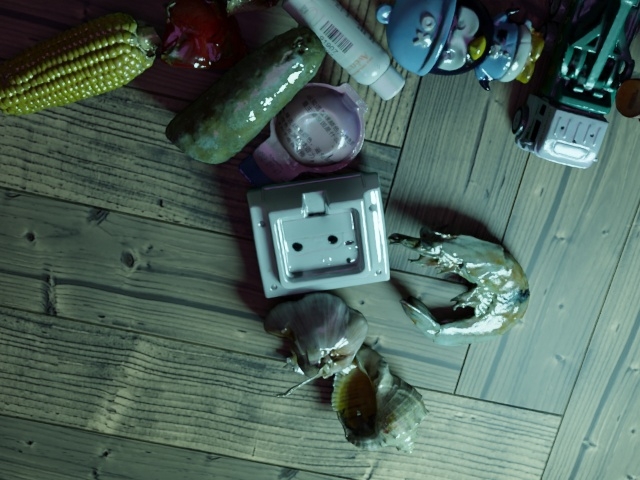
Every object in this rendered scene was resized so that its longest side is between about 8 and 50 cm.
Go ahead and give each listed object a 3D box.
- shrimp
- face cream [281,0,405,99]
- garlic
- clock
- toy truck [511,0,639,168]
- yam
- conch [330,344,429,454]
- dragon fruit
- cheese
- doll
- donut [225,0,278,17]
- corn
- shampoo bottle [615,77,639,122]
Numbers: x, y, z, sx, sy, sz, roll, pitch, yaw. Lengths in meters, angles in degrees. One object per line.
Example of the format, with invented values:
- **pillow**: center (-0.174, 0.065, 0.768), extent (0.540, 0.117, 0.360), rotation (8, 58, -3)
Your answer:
- **shrimp**: center (0.266, 0.091, 1.922), extent (0.360, 0.085, 0.247), rotation (31, 105, -24)
- **face cream**: center (0.049, -0.368, 1.766), extent (0.269, 0.082, 0.082), rotation (43, 102, -14)
- **garlic**: center (-0.023, 0.234, 1.917), extent (0.207, 0.207, 0.256), rotation (32, 61, -12)
- **clock**: center (0.000, 0.000, 1.861), extent (0.262, 0.116, 0.231), rotation (-7, 118, 1)
- **toy truck**: center (0.481, -0.313, 1.756), extent (0.176, 0.178, 0.363), rotation (14, 111, -7)
- **yam**: center (-0.128, -0.268, 1.751), extent (0.330, 0.133, 0.133), rotation (-39, 106, 18)
- **conch**: center (0.116, 0.336, 1.980), extent (0.178, 0.163, 0.245), rotation (-24, 79, -10)
- **dragon fruit**: center (-0.204, -0.374, 1.736), extent (0.161, 0.127, 0.120), rotation (12, 116, -6)
- **cheese**: center (-0.034, -0.191, 1.829), extent (0.286, 0.074, 0.189), rotation (-39, 104, 24)
- **doll**: center (0.249, -0.374, 1.743), extent (0.314, 0.141, 0.177), rotation (14, 113, -10)
- **donut**: center (-0.099, -0.544, 1.675), extent (0.112, 0.151, 0.295), rotation (3, 142, -21)
- **corn**: center (-0.452, -0.318, 1.740), extent (0.347, 0.130, 0.130), rotation (-19, 109, 7)
- **shampoo bottle**: center (0.667, -0.259, 1.751), extent (0.314, 0.076, 0.118), rotation (-4, 126, -36)
